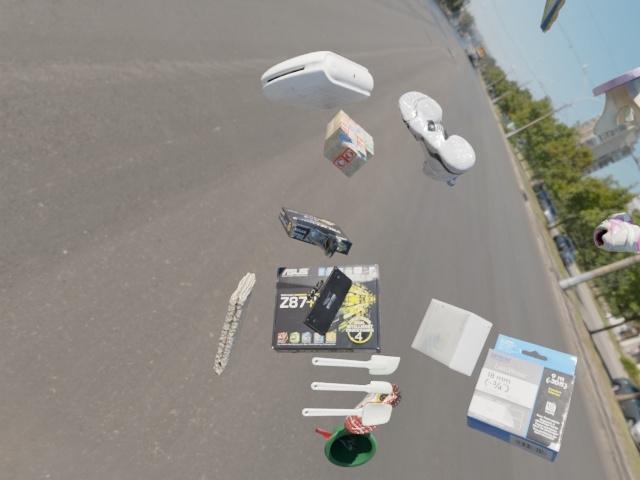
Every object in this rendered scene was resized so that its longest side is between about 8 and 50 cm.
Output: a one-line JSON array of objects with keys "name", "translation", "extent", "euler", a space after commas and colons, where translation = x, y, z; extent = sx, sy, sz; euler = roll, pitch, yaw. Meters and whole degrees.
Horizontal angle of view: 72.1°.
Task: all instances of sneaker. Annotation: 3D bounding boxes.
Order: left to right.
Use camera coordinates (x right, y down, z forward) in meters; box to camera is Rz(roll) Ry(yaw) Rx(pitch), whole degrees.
[{"name": "sneaker", "translation": [0.000, 0.000, 1.755], "extent": [0.132, 0.086, 0.228], "euler": [33, -3, -6]}, {"name": "sneaker", "translation": [0.171, 0.566, 1.470], "extent": [0.225, 0.092, 0.088], "euler": [-24, 83, -28]}, {"name": "sneaker", "translation": [0.399, -0.357, 1.603], "extent": [0.366, 0.137, 0.210], "euler": [55, -7, 16]}, {"name": "sneaker", "translation": [0.957, -0.029, 1.445], "extent": [0.252, 0.111, 0.103], "euler": [-33, 119, -64]}]

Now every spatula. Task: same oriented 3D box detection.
[{"name": "spatula", "translation": [0.076, 0.351, 1.032], "extent": [0.242, 0.019, 0.168], "euler": [11, 94, -27]}]

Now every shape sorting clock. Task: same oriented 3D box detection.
[{"name": "shape sorting clock", "translation": [0.786, -0.795, 1.451], "extent": [0.040, 0.206, 0.206], "euler": [20, 31, 4]}]

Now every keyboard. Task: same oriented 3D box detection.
[{"name": "keyboard", "translation": [0.012, 0.154, 1.186], "extent": [0.108, 0.023, 0.180], "euler": [42, 64, -25]}]

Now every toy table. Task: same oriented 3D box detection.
[{"name": "toy table", "translation": [1.045, -0.480, 1.493], "extent": [0.274, 0.252, 0.161], "euler": [-27, 96, -57]}]

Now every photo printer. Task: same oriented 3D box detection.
[{"name": "photo printer", "translation": [-0.014, -0.493, 1.379], "extent": [0.307, 0.256, 0.107], "euler": [-11, 96, -55]}]

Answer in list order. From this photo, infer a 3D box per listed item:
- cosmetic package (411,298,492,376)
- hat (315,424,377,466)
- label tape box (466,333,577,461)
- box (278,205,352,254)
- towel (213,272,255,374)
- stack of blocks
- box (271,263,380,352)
[{"name": "cosmetic package", "translation": [0.519, 0.381, 1.756], "extent": [0.138, 0.224, 0.224], "euler": [28, 84, -30]}, {"name": "hat", "translation": [0.086, 0.684, 1.587], "extent": [0.183, 0.208, 0.173], "euler": [-99, -173, -69]}, {"name": "label tape box", "translation": [0.601, 0.427, 1.300], "extent": [0.334, 0.240, 0.106], "euler": [-58, 144, -29]}, {"name": "box", "translation": [-0.030, -0.050, 2.040], "extent": [0.295, 0.073, 0.293], "euler": [17, 14, -19]}, {"name": "towel", "translation": [-0.266, 0.250, 1.353], "extent": [0.049, 0.282, 0.187], "euler": [18, 19, -1]}, {"name": "stack of blocks", "translation": [0.108, -0.351, 1.631], "extent": [0.171, 0.087, 0.297], "euler": [37, 29, -19]}, {"name": "box", "translation": [0.027, 0.255, 1.644], "extent": [0.097, 0.394, 0.318], "euler": [67, 24, -62]}]
